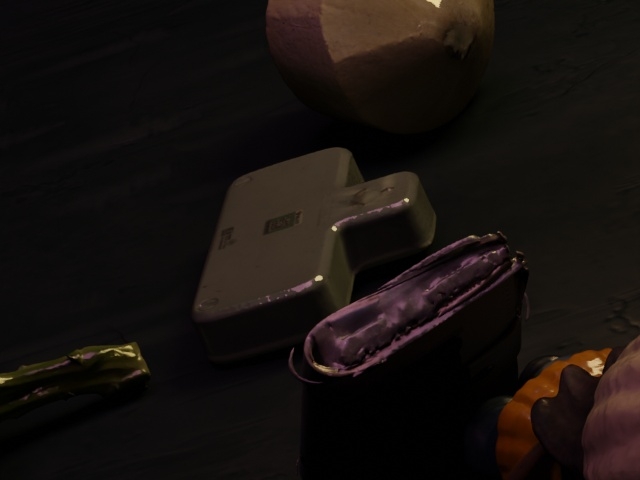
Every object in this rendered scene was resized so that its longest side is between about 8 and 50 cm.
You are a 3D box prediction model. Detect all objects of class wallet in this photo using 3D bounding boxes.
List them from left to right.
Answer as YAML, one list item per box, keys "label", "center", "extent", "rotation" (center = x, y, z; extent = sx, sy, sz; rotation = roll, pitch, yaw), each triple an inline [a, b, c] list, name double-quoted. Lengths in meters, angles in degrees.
- label: "wallet"
  center: [0.061, 0.089, 1.257]
  extent: [0.170, 0.231, 0.069]
  rotation: [-27, 68, -12]

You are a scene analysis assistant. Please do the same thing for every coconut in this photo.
- label: "coconut"
  center: [0.064, -0.203, 1.863]
  extent: [0.202, 0.202, 0.222]
  rotation: [-34, 28, -29]

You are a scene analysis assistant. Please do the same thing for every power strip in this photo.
- label: "power strip"
  center: [0.000, 0.001, 1.648]
  extent: [0.193, 0.059, 0.265]
  rotation: [-17, 24, 15]

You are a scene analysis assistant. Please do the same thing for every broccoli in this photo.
- label: "broccoli"
  center: [-0.237, 0.115, 1.549]
  extent: [0.204, 0.118, 0.122]
  rotation: [-12, 1, -17]

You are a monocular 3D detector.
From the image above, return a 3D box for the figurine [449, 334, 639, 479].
- label: "figurine"
  center: [0.186, 0.113, 1.107]
  extent: [0.185, 0.204, 0.332]
  rotation: [-31, 27, -19]
